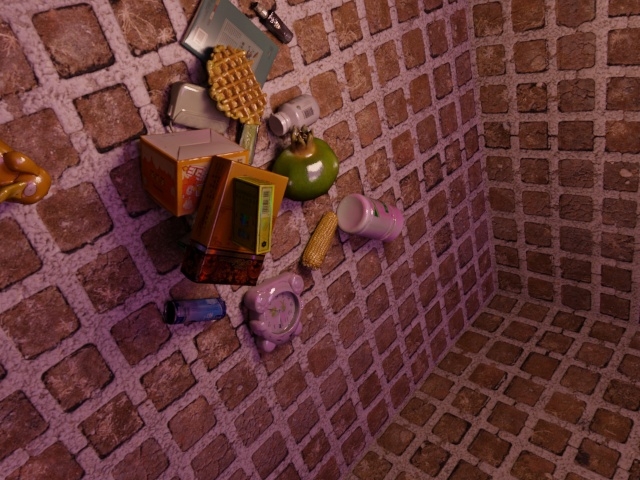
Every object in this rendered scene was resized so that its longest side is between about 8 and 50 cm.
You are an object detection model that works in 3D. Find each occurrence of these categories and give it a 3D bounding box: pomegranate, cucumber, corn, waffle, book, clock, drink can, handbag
[{"bbox_3d":[-0.047,-0.321,2.034,0.309,0.216,0.359,-36,152,-24],"label":"pomegranate"},{"bbox_3d":[-0.297,-0.422,1.924,0.077,0.062,0.212,10,100,-12],"label":"cucumber"},{"bbox_3d":[0.000,0.000,2.290,0.106,0.106,0.305,37,71,-44],"label":"corn"},{"bbox_3d":[-0.307,-0.582,1.764,0.281,0.058,0.301,-12,92,-52],"label":"waffle"},{"bbox_3d":[-0.334,-0.754,1.820,0.379,0.031,0.264,31,78,-45],"label":"book"},{"bbox_3d":[-0.201,0.329,2.160,0.295,0.113,0.323,-24,117,-40],"label":"clock"},{"bbox_3d":[-0.494,0.278,1.863,0.235,0.097,0.097,1,99,-46],"label":"drink can"},{"bbox_3d":[-0.451,-0.461,1.749,0.256,0.079,0.220,3,110,-45],"label":"handbag"}]

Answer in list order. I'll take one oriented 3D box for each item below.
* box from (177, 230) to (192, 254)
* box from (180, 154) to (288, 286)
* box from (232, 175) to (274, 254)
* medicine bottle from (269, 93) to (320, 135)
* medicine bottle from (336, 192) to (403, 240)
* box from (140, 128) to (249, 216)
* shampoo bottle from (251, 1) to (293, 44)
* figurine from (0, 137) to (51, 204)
[{"bbox_3d":[-0.405,0.019,1.777,0.180,0.250,0.103,-42,128,-29],"label":"box"},{"bbox_3d":[-0.289,-0.053,1.596,0.264,0.115,0.416,9,101,-49],"label":"box"},{"bbox_3d":[-0.214,-0.081,1.471,0.064,0.140,0.220,-9,112,-43],"label":"box"},{"bbox_3d":[-0.115,-0.534,2.020,0.215,0.135,0.135,-37,124,-33],"label":"medicine bottle"},{"bbox_3d":[0.259,-0.115,2.444,0.325,0.212,0.212,11,92,-45],"label":"medicine bottle"},{"bbox_3d":[-0.442,-0.245,1.648,0.283,0.259,0.214,-20,132,-40],"label":"box"},{"bbox_3d":[-0.196,-0.889,1.909,0.207,0.063,0.057,31,87,-47],"label":"shampoo bottle"},{"bbox_3d":[-0.886,-0.193,1.301,0.215,0.215,0.228,-43,104,-30],"label":"figurine"}]
